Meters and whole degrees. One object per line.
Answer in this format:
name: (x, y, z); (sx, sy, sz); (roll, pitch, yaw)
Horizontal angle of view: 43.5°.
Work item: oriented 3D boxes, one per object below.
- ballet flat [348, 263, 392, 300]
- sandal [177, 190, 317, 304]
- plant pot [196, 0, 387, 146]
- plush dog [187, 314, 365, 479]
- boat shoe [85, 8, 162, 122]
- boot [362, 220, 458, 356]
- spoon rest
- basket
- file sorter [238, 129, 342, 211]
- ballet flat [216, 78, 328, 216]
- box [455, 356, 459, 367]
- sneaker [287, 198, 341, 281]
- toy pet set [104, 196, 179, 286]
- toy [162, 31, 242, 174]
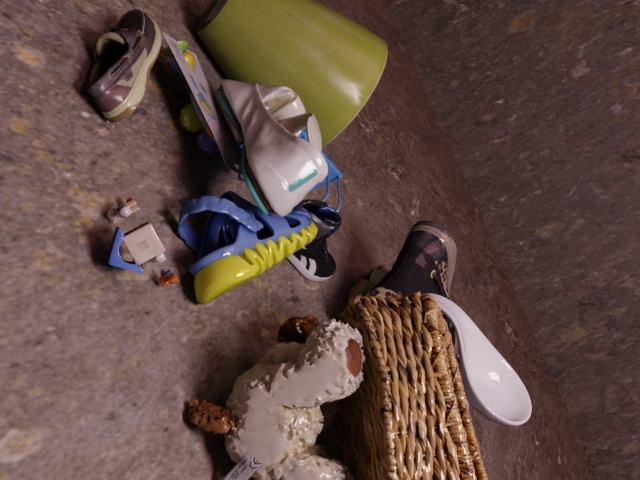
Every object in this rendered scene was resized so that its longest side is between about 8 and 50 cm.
ballet flat: (0.124, 0.088, 1.658); (0.080, 0.073, 0.232); (31, 20, 9)
sandal: (-0.107, -0.018, 1.196); (0.138, 0.126, 0.317); (59, 23, 1)
plant pot: (-0.073, -0.357, 1.504); (0.293, 0.275, 0.275); (35, 33, -25)
plush dog: (-0.046, 0.220, 1.061); (0.225, 0.210, 0.263); (-17, 110, -82)
boat shoe: (-0.279, -0.262, 1.125); (0.073, 0.080, 0.224); (51, 29, -43)
boot: (0.164, 0.182, 1.559); (0.284, 0.138, 0.377); (-43, 142, -47)
spoon rest: (0.240, 0.188, 1.313); (0.276, 0.084, 0.137); (46, 34, 17)
basket: (0.147, 0.223, 1.072); (0.223, 0.213, 0.299); (4, 52, -16)
file sorter: (-0.052, -0.112, 1.434); (0.170, 0.118, 0.104); (46, 30, -40)
ballet flat: (-0.069, -0.169, 1.258); (0.139, 0.139, 0.400); (51, 8, -32)
box: (0.131, 0.297, 1.305); (0.142, 0.163, 0.247); (26, 33, -11)
sneaker: (0.000, 0.000, 1.424); (0.217, 0.121, 0.079); (38, 35, -49)
toy pet set: (-0.231, 0.016, 0.993); (0.122, 0.065, 0.114); (63, -14, -12)
toy: (-0.193, -0.203, 1.279); (0.237, 0.056, 0.137); (67, 11, 8)
